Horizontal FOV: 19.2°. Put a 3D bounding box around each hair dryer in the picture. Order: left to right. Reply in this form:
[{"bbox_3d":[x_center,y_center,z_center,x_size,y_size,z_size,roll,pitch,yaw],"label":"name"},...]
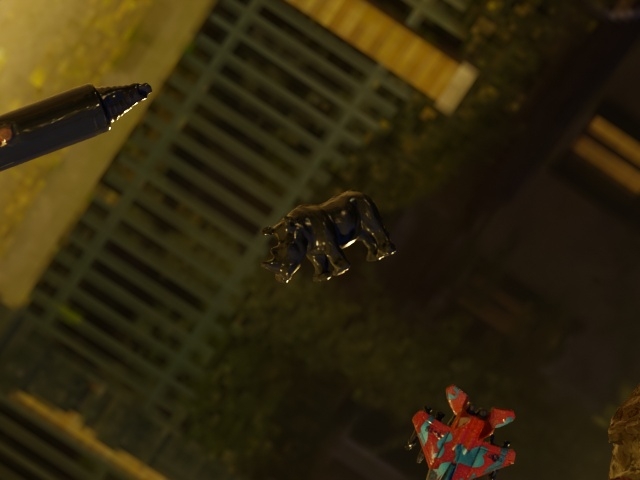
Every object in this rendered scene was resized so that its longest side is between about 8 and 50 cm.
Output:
[{"bbox_3d":[-0.326,-0.098,1.847,0.352,0.107,0.189,-23,172,-14],"label":"hair dryer"}]

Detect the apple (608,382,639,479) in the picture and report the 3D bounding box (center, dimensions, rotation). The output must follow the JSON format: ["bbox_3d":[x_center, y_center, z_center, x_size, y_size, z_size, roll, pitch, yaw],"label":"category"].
[{"bbox_3d":[0.285,0.168,1.368,0.156,0.147,0.158,-48,-171,46],"label":"apple"}]

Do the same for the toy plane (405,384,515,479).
[{"bbox_3d":[0.143,0.261,2.148,0.189,0.130,0.061,-62,-167,15],"label":"toy plane"}]

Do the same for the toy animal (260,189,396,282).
[{"bbox_3d":[0.000,0.000,1.521,0.136,0.065,0.047,-22,178,-38],"label":"toy animal"}]
